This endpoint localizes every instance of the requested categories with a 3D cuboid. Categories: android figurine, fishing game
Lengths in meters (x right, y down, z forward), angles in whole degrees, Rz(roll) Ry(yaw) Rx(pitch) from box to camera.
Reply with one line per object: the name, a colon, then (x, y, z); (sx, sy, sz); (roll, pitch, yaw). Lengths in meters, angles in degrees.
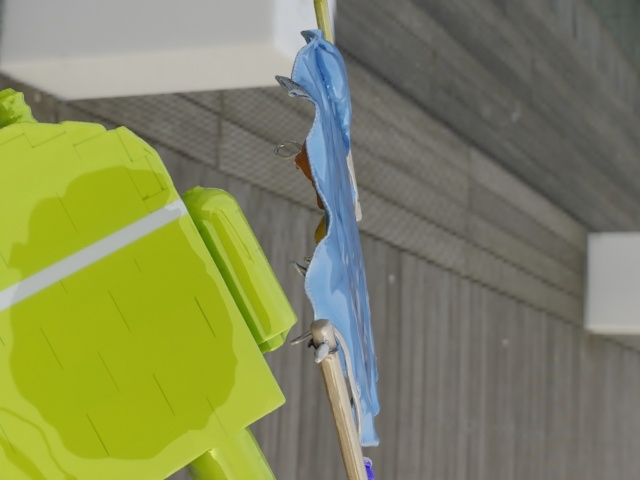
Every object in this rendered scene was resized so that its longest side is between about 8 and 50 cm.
android figurine: (-0.130, 0.052, 0.716); (0.248, 0.056, 0.273); (-32, 94, -29)
fishing game: (0.000, 0.000, 0.604); (0.264, 0.041, 0.189); (-91, 172, -50)
